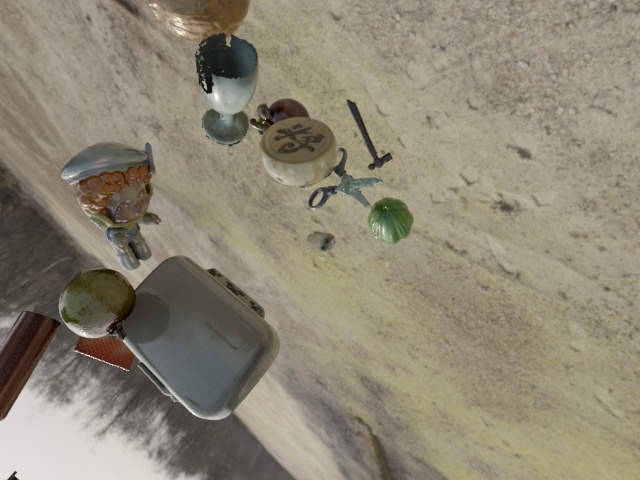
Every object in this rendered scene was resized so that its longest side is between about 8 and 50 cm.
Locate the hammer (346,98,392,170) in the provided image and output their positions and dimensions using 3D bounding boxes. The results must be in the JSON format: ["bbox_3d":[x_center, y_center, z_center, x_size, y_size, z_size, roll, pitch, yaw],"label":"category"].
[{"bbox_3d":[0.109,-0.255,1.016,0.178,0.065,0.021,62,-172,-15],"label":"hammer"}]

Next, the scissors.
[{"bbox_3d":[0.088,-0.186,1.463,0.029,0.256,0.383,26,-176,-32],"label":"scissors"}]

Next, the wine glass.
[{"bbox_3d":[-0.296,-0.474,1.365,0.190,0.190,0.357,41,156,7],"label":"wine glass"}]

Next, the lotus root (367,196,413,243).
[{"bbox_3d":[0.256,-0.098,1.616,0.186,0.186,0.186,35,154,20],"label":"lotus root"}]

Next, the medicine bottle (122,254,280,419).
[{"bbox_3d":[-0.291,0.214,0.999,0.375,0.282,0.123,34,167,22],"label":"medicine bottle"}]

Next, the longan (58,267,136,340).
[{"bbox_3d":[-0.476,0.143,0.931,0.176,0.145,0.154,49,141,-2],"label":"longan"}]

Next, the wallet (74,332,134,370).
[{"bbox_3d":[-0.727,0.364,1.463,0.020,0.103,0.196,-28,130,32],"label":"wallet"}]

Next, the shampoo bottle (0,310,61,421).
[{"bbox_3d":[-0.624,0.272,0.845,0.102,0.261,0.064,2,148,24],"label":"shampoo bottle"}]

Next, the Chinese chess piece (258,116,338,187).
[{"bbox_3d":[-0.071,-0.287,1.380,0.257,0.257,0.104,32,150,26],"label":"Chinese chess piece"}]

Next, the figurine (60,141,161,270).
[{"bbox_3d":[-0.565,-0.081,1.155,0.204,0.224,0.382,23,121,21],"label":"figurine"}]

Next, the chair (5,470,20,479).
[{"bbox_3d":[-0.669,0.541,0.834,0.260,0.141,0.154,46,159,-7],"label":"chair"}]

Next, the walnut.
[{"bbox_3d":[-0.437,-0.856,1.507,0.306,0.343,0.306,41,147,34],"label":"walnut"}]

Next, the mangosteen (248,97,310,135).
[{"bbox_3d":[-0.167,-0.485,1.773,0.257,0.215,0.215,5,167,-22],"label":"mangosteen"}]

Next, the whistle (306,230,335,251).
[{"bbox_3d":[0.001,0.001,1.563,0.057,0.068,0.326,27,179,-10],"label":"whistle"}]
